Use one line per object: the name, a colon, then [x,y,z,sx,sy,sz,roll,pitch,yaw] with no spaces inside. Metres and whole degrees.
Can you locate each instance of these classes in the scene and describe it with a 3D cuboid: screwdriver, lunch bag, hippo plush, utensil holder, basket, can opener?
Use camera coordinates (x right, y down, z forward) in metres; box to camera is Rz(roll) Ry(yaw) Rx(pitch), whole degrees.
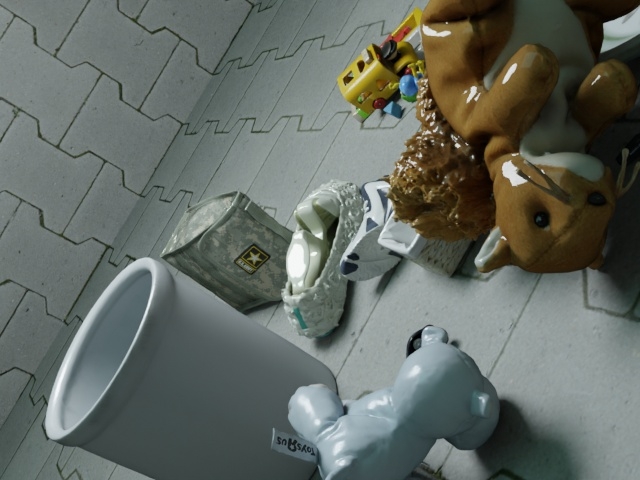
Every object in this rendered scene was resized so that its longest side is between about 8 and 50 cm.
screwdriver: [0.467,-0.163,1.127,0.170,0.024,0.025,-44,57,13]
lunch bag: [-0.167,0.019,1.803,0.287,0.235,0.168,-22,37,51]
hippo plush: [0.095,0.215,1.079,0.236,0.294,0.234,-47,48,4]
utensil holder: [-0.213,0.262,1.424,0.328,0.385,0.327,-41,29,29]
basket: [0.193,-0.035,1.369,0.167,0.103,0.113,-60,25,-4]
can opener: [0.140,0.212,1.250,0.059,0.073,0.186,19,78,25]

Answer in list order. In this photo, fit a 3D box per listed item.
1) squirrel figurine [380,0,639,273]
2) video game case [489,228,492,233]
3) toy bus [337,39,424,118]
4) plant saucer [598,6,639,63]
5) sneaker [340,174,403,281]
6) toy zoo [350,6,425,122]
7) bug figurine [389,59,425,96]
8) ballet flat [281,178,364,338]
squirrel figurine: [0.261,-0.122,1.129,0.397,0.281,0.370,143,120,-62]
video game case: [0.310,-0.028,1.256,0.122,0.011,0.087,-45,27,25]
toy bus: [0.129,-0.378,1.824,0.191,0.104,0.202,9,78,52]
plant saucer: [0.494,-0.399,1.251,0.400,0.101,0.400,-41,30,30]
sneaker: [0.107,-0.037,1.540,0.235,0.094,0.153,-55,24,3]
toy zoo: [0.175,-0.426,1.944,0.293,0.030,0.192,-44,28,26]
bug figurine: [0.252,-0.303,1.481,0.216,0.072,0.279,-8,13,24]
ballet flat: [0.000,0.000,1.639,0.147,0.147,0.408,-36,33,38]
